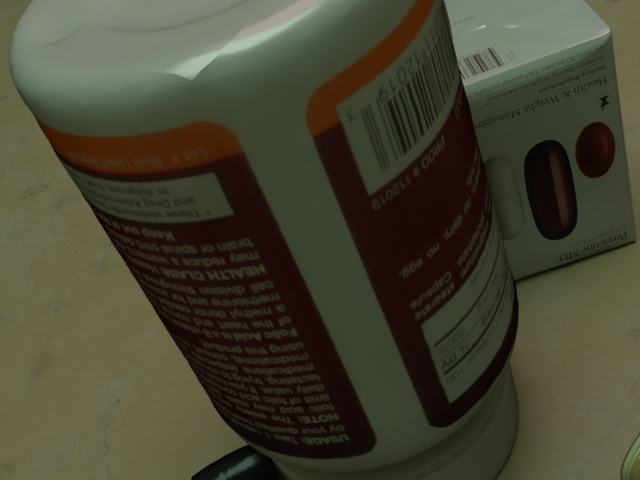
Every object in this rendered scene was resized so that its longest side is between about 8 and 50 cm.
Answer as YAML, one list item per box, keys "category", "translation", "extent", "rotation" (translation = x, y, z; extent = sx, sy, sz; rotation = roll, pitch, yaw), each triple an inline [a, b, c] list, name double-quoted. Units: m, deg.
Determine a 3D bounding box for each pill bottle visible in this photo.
- category: "pill bottle"
  translation: [0.000, 0.000, 0.568]
  extent: [0.224, 0.392, 0.224]
  rotation: [-13, 40, 11]

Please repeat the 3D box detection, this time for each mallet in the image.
- category: "mallet"
  translation: [-0.029, 0.218, 0.623]
  extent: [0.062, 0.039, 0.190]
  rotation: [-34, 44, -8]

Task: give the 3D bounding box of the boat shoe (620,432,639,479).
- category: "boat shoe"
  translation: [0.253, 0.123, 0.575]
  extent: [0.135, 0.050, 0.045]
  rotation: [-33, 35, -12]

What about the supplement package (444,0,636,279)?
- category: "supplement package"
  translation: [0.135, -0.085, 0.749]
  extent: [0.194, 0.203, 0.149]
  rotation: [-20, 39, 5]
